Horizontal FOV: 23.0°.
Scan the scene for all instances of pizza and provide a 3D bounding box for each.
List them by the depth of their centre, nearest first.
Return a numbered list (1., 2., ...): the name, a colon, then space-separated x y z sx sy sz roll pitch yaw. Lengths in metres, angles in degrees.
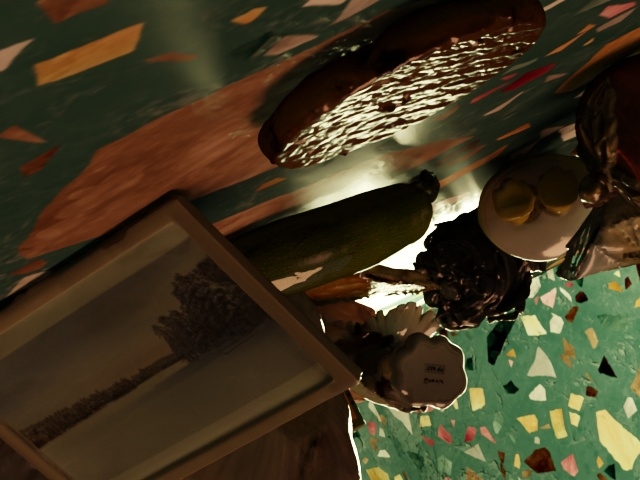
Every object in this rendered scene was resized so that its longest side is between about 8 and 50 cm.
1. pizza: 0.063 0.044 1.859 0.176 0.036 0.185 -3 169 -12

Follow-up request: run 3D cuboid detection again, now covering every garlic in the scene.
1. garlic: -0.105 0.185 1.479 0.259 0.317 0.317 -39 167 31

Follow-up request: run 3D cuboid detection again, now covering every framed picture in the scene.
1. framed picture: -0.143 0.102 1.228 0.289 0.213 0.016 -31 -153 28

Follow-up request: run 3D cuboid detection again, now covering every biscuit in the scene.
1. biscuit: 0.054 -0.107 1.036 0.212 0.036 0.212 -27 173 -3
2. biscuit: 0.385 -0.051 1.562 0.309 0.079 0.186 -12 -143 43

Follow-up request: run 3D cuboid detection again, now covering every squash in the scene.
1. squash: 0.002 0.001 1.447 0.318 0.080 0.071 -23 133 -31

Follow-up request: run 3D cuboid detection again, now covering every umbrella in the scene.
1. umbrella: 0.223 0.004 2.040 0.128 0.154 0.336 -63 173 34

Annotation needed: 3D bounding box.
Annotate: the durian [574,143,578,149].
1. durian: 0.370 -0.134 1.707 0.140 0.078 0.224 -17 167 -48

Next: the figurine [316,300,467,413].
1. figurine: 0.023 0.148 1.991 0.207 0.166 0.387 7 177 -35

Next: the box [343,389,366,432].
1. box: -0.083 0.171 1.800 0.177 0.195 0.148 -20 169 -35

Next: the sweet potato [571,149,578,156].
1. sweet potato: 0.341 -0.118 1.873 0.095 0.034 0.034 -27 172 -12

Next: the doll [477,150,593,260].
1. doll: 0.248 -0.049 1.802 0.141 0.117 0.296 -21 -174 7

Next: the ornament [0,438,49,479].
1. ornament: -0.264 0.273 1.700 0.225 0.259 0.259 -7 174 6

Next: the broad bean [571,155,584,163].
1. broad bean: 0.336 -0.089 1.999 0.195 0.046 0.061 -31 164 14

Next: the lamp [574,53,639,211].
1. lamp: 0.324 -0.125 1.468 0.223 0.151 0.215 -58 172 -11
